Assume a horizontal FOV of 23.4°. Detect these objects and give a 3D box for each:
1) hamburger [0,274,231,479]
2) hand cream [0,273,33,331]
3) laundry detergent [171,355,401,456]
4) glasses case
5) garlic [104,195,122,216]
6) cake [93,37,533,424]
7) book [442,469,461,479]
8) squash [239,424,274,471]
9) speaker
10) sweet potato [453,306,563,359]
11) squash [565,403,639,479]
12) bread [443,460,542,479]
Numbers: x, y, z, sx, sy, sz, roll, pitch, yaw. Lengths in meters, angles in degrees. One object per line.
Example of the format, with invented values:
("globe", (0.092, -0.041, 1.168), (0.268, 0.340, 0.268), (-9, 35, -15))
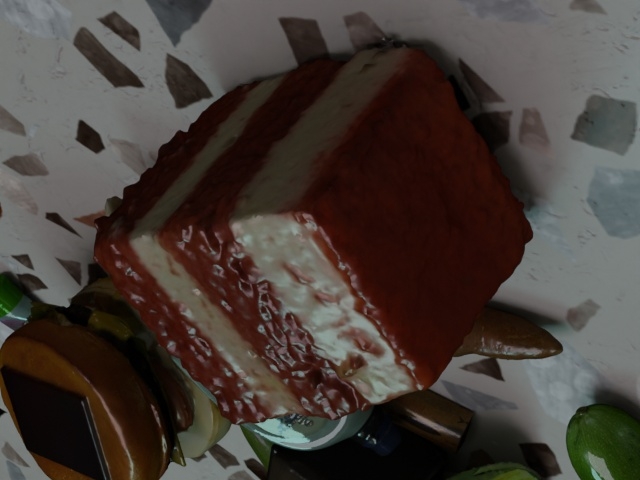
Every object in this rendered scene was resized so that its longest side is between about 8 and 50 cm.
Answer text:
("hamburger", (-0.250, 0.181, 1.932), (0.291, 0.225, 0.291), (27, 137, 29))
("hand cream", (-0.366, 0.156, 2.168), (0.275, 0.050, 0.079), (47, 168, -25))
("laundry detergent", (-0.009, 0.139, 1.760), (0.280, 0.105, 0.215), (37, 106, -12))
("glasses case", (0.095, 0.197, 1.838), (0.170, 0.041, 0.064), (26, 144, 12))
("garlic", (-0.136, -0.018, 1.706), (0.198, 0.090, 0.128), (-19, 102, 26))
("cake", (0.000, 0.000, 1.493), (0.320, 0.269, 0.270), (-10, 124, 46))
("book", (0.153, 0.339, 1.973), (0.199, 0.016, 0.138), (2, 133, 38))
("squash", (-0.076, 0.220, 1.973), (0.132, 0.105, 0.105), (40, 146, 17))
("speaker", (0.036, 0.330, 1.910), (0.192, 0.153, 0.231), (32, 140, 22))
("sweet potato", (0.171, 0.099, 1.658), (0.202, 0.058, 0.055), (3, 176, 42))
("squash", (0.390, 0.322, 1.694), (0.101, 0.101, 0.378), (-16, 121, 47))
("bread", (0.137, 0.360, 1.817), (0.045, 0.301, 0.301), (54, 156, 34))
